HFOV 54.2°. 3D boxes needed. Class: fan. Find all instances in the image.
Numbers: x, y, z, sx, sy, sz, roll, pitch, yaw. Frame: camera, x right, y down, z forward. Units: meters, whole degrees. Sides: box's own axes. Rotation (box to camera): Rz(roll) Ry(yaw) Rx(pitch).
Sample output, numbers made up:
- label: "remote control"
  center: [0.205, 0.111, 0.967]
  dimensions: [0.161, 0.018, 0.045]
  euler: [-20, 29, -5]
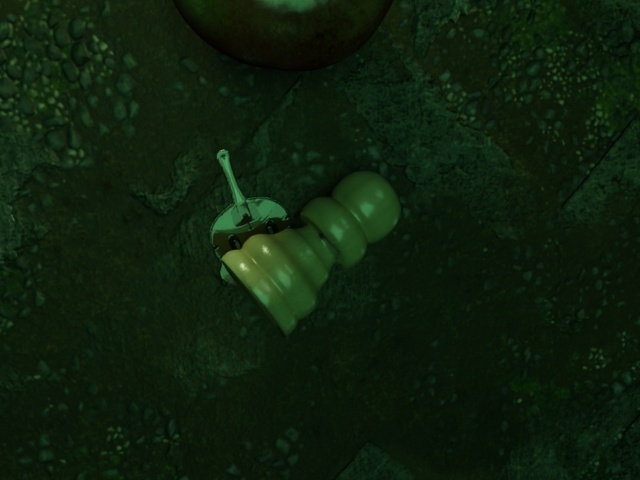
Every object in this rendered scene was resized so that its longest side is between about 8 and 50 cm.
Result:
- label: "fan"
  center: [-0.129, -0.043, 1.055]
  dimensions: [0.152, 0.008, 0.227]
  euler: [-23, 105, -8]

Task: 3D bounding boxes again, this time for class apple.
- label: "apple"
  center: [-0.055, -0.409, 0.867]
  dimensions: [0.348, 0.277, 0.349]
  euler: [-3, 104, -11]

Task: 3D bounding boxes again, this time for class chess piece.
- label: "chess piece"
  center: [0.000, 0.000, 1.025]
  dimensions: [0.299, 0.167, 0.167]
  euler: [-41, 106, -12]
